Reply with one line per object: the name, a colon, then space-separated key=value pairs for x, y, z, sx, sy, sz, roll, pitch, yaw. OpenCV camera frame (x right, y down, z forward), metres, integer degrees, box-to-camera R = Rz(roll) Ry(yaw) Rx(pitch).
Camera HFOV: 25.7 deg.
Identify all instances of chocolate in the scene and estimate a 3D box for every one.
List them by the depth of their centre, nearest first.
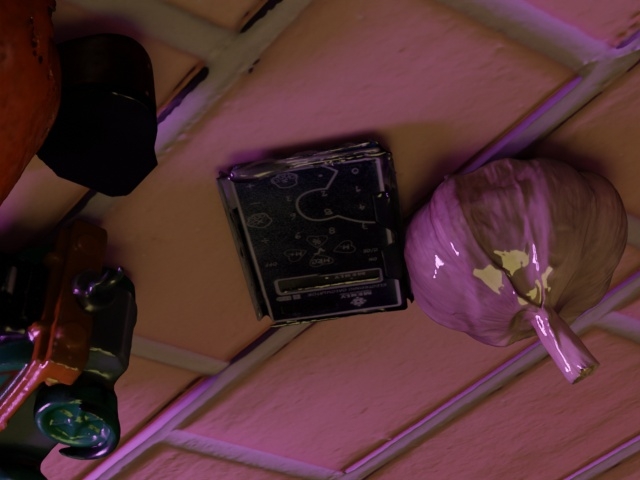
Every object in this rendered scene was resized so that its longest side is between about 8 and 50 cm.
chocolate: x=-0.188 y=-0.109 z=1.134 sx=0.125 sy=0.080 sz=0.149 roll=7 pitch=150 yaw=-1

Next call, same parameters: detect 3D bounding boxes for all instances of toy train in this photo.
toy train: x=-0.334 y=0.125 z=1.354 sx=0.249 sy=0.178 sz=0.429 roll=24 pitch=135 yaw=-23

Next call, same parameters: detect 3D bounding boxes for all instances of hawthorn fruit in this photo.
hawthorn fruit: x=-0.300 y=-0.077 z=0.984 sx=0.211 sy=0.299 sz=0.211 roll=14 pitch=164 yaw=4

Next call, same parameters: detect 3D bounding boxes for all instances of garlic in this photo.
garlic: x=0.193 y=0.041 z=1.301 sx=0.218 sy=0.212 sz=0.218 roll=-10 pitch=142 yaw=-8

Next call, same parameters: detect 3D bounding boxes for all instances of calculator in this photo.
calculator: x=0.000 y=0.001 z=1.359 sx=0.165 sy=0.028 sz=0.274 roll=-10 pitch=144 yaw=2
